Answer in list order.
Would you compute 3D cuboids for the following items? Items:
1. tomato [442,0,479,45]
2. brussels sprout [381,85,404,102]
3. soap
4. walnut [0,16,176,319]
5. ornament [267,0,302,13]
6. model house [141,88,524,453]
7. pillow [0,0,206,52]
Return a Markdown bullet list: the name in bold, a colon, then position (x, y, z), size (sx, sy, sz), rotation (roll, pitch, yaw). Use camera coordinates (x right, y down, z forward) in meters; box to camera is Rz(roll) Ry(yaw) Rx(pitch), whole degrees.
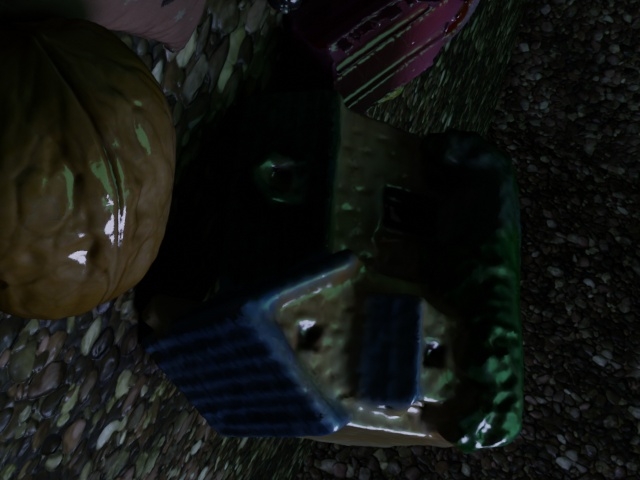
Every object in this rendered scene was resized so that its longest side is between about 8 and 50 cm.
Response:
- **tomato**: position (0.136, -0.380, 1.237), size (0.199, 0.112, 0.228), rotation (-52, 149, 6)
- **brussels sprout**: position (0.095, -0.264, 1.380), size (0.058, 0.085, 0.085), rotation (-57, 165, -62)
- **soap**: position (0.077, -0.265, 1.079), size (0.250, 0.099, 0.162), rotation (-37, 151, -22)
- **walnut**: position (-0.177, -0.044, 0.540), size (0.167, 0.167, 0.207), rotation (-51, 162, -46)
- **ornament**: position (0.002, -0.320, 0.957), size (0.203, 0.088, 0.081), rotation (-46, -177, -24)
- **model house**: position (0.003, 0.035, 0.955), size (0.335, 0.343, 0.382), rotation (-23, -126, 58)
- **pillow**: position (-0.118, -0.247, 0.579), size (0.236, 0.084, 0.223), rotation (-65, 166, 13)
